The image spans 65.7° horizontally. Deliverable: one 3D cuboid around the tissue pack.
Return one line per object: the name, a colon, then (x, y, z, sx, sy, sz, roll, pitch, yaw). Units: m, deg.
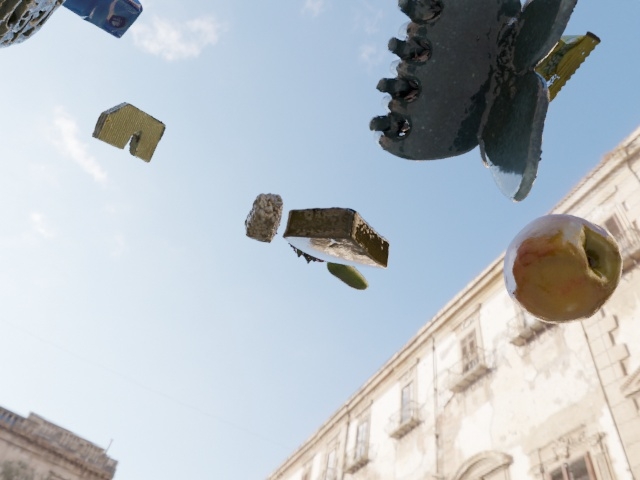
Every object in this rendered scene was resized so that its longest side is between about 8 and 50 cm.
tissue pack: (-0.665, -0.715, 1.380, 0.146, 0.263, 0.198, -44, -108, 15)

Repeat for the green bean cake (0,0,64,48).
green bean cake: (-0.460, -0.399, 0.729, 0.241, 0.255, 0.132, -44, -62, 8)

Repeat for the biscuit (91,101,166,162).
biscuit: (-0.592, -0.342, 1.545, 0.046, 0.250, 0.147, 23, -90, 20)

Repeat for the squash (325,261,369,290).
squash: (0.086, 0.102, 1.524, 0.066, 0.066, 0.201, -26, -42, 29)

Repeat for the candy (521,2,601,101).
candy: (0.487, -0.462, 1.175, 0.297, 0.081, 0.187, 24, -55, -14)

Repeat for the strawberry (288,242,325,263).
strawberry: (-0.001, 0.002, 1.191, 0.140, 0.192, 0.085, -30, -73, -16)

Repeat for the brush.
brush: (0.032, -0.001, 0.827, 0.123, 0.059, 0.197, 3, -14, 26)

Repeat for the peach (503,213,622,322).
peach: (0.617, 0.085, 1.314, 0.288, 0.289, 0.308, 24, -23, -9)

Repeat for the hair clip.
hair clip: (0.222, -0.267, 0.787, 0.238, 0.392, 0.319, 14, -69, 8)

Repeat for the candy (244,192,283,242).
candy: (-0.127, -0.053, 1.135, 0.085, 0.095, 0.110, 14, -31, -11)
